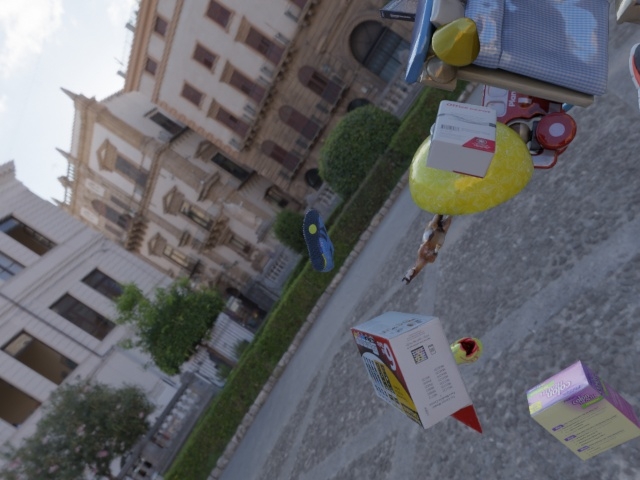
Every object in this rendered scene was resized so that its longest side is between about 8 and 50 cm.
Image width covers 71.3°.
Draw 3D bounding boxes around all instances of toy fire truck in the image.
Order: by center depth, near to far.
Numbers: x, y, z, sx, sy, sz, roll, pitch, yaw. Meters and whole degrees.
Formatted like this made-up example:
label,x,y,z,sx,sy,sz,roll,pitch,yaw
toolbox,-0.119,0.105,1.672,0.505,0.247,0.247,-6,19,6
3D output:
label,x,y,z,sx,sy,sz,roll,pitch,yaw
toy fire truck,0.583,-0.357,1.270,0.169,0.254,0.302,-2,-81,-68

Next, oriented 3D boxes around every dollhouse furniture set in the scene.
label,x,y,z,sx,sy,sz,roll,pitch,yaw
dollhouse furniture set,0.258,-0.275,0.414,0.198,0.286,0.303,106,178,-72

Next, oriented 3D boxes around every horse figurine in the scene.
label,x,y,z,sx,sy,sz,roll,pitch,yaw
horse figurine,0.301,-0.020,1.176,0.174,0.066,0.263,97,-163,-57

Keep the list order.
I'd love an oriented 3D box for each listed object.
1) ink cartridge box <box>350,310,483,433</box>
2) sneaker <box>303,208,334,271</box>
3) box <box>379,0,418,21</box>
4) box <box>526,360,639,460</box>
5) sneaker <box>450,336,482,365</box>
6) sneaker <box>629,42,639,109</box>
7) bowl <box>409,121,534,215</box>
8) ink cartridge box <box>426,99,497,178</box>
label,x,y,z,sx,sy,sz,roll,pitch,yaw
ink cartridge box,0.215,0.323,1.076,0.130,0.272,0.309,-21,-3,-13
sneaker,0.000,0.000,1.475,0.069,0.209,0.082,-16,-7,38
box,0.273,-0.690,1.319,0.116,0.162,0.029,-44,-38,-19
box,0.839,0.548,1.433,0.213,0.243,0.117,-48,6,29
sneaker,0.466,0.342,1.401,0.208,0.081,0.094,-6,-37,-47
sneaker,0.566,-0.268,0.741,0.065,0.061,0.158,-23,63,52
bowl,0.333,-0.207,1.048,0.289,0.156,0.289,-19,35,14
ink cartridge box,0.266,-0.194,0.837,0.063,0.109,0.150,94,-166,-45
